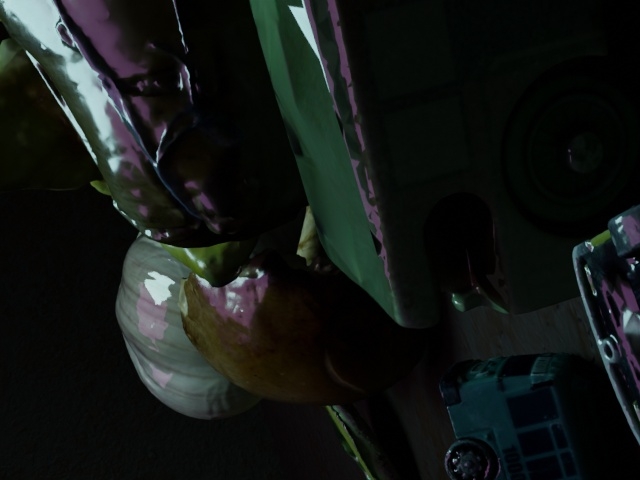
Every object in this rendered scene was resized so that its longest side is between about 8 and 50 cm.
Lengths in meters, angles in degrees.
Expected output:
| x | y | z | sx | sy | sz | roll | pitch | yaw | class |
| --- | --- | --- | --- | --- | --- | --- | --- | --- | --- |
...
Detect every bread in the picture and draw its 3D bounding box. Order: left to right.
| x | y | z | sx | sy | sz | roll | pitch | yaw | class |
| --- | --- | --- | --- | --- | --- | --- | --- | --- | --- |
| 0.055 | 0.257 | 1.319 | 0.228 | 0.033 | 0.228 | 57 | 172 | 13 | bread |

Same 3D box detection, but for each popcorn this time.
| x | y | z | sx | sy | sz | roll | pitch | yaw | class |
| --- | --- | --- | --- | --- | --- | --- | --- | --- | --- |
| -0.130 | -0.129 | 0.897 | 0.290 | 0.321 | 0.326 | -93 | -21 | -73 | popcorn |

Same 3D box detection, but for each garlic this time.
| x | y | z | sx | sy | sz | roll | pitch | yaw | class |
| --- | --- | --- | --- | --- | --- | --- | --- | --- | --- |
| -0.130 | 0.060 | 1.361 | 0.259 | 0.317 | 0.317 | 26 | 147 | 21 | garlic |

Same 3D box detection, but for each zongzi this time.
| x | y | z | sx | sy | sz | roll | pitch | yaw | class |
| --- | --- | --- | --- | --- | --- | --- | --- | --- | --- |
| -0.168 | -0.162 | 0.703 | 0.393 | 0.174 | 0.356 | -5 | 103 | 36 | zongzi |

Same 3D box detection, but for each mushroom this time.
| x | y | z | sx | sy | sz | roll | pitch | yaw | class |
| --- | --- | --- | --- | --- | --- | --- | --- | --- | --- |
| 0.020 | 0.017 | 1.014 | 0.208 | 0.302 | 0.233 | 26 | 166 | 38 | mushroom |

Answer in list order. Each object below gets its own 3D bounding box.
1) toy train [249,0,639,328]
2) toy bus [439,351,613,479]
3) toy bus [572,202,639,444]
| x | y | z | sx | sy | sz | roll | pitch | yaw | class |
| --- | --- | --- | --- | --- | --- | --- | --- | --- | --- |
| 0.052 | -0.118 | 0.506 | 0.129 | 0.159 | 0.326 | -140 | 35 | -67 | toy train |
| 0.134 | 0.147 | 0.662 | 0.079 | 0.091 | 0.160 | -15 | -92 | -71 | toy bus |
| 0.153 | 0.010 | 0.313 | 0.175 | 0.101 | 0.088 | 127 | 126 | -72 | toy bus |
